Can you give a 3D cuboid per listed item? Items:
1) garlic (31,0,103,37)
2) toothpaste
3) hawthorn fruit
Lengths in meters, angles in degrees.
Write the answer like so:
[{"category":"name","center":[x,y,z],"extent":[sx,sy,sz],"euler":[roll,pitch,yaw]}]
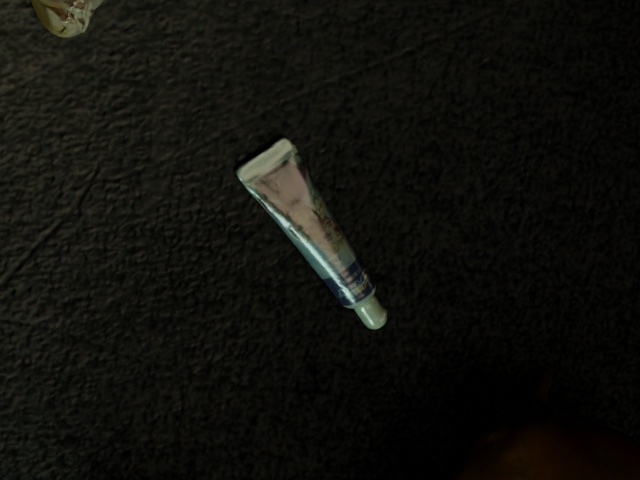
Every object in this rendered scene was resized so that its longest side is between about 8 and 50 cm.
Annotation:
[{"category":"garlic","center":[-0.217,-0.229,1.564],"extent":[0.074,0.094,0.113],"euler":[-31,135,-38]},{"category":"toothpaste","center":[0.000,0.000,1.753],"extent":[0.062,0.037,0.216],"euler":[-36,112,-4]},{"category":"hawthorn fruit","center":[0.237,0.323,1.805],"extent":[0.308,0.308,0.325],"euler":[-12,104,-16]}]
